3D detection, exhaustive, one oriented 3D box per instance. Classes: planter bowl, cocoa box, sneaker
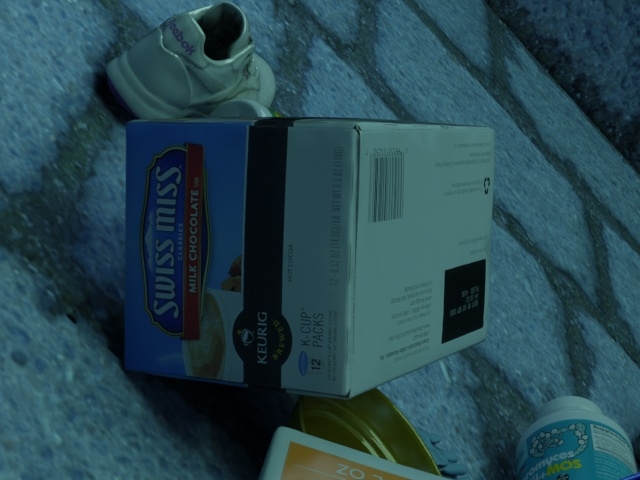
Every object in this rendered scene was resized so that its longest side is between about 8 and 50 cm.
[{"bbox_3d":[0.024,0.232,1.252,0.217,0.090,0.217,40,27,-26],"label":"planter bowl"},{"bbox_3d":[0.000,0.000,1.264,0.347,0.227,0.232,-10,103,-63],"label":"cocoa box"},{"bbox_3d":[-0.109,-0.196,1.528,0.114,0.152,0.305,54,22,9],"label":"sneaker"}]

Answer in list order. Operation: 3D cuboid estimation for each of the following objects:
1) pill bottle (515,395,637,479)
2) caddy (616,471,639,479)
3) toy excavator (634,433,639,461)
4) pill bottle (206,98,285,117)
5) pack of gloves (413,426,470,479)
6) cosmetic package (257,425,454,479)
[{"bbox_3d":[0.307,0.301,1.602,0.146,0.146,0.264,44,25,-19],"label":"pill bottle"},{"bbox_3d":[0.312,0.361,1.312,0.179,0.341,0.241,82,-12,-57],"label":"caddy"},{"bbox_3d":[0.628,0.400,1.908,0.222,0.433,0.445,45,-3,-17],"label":"toy excavator"},{"bbox_3d":[-0.038,-0.073,1.526,0.208,0.117,0.118,25,36,-45],"label":"pill bottle"},{"bbox_3d":[0.105,0.265,1.439,0.232,0.046,0.195,33,19,-43],"label":"pack of gloves"},{"bbox_3d":[0.020,0.342,0.902,0.230,0.162,0.453,17,29,-1],"label":"cosmetic package"}]
